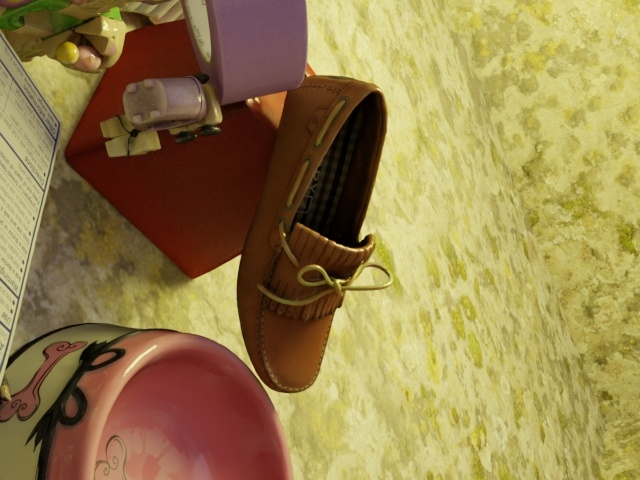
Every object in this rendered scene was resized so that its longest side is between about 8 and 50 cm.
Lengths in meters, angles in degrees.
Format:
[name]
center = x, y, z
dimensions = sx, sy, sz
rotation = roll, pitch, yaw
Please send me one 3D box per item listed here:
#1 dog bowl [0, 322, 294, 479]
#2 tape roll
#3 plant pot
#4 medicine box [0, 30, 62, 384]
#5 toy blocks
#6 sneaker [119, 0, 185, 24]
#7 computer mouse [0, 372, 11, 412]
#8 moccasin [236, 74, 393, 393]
[dog bowl]
center = -0.178, 0.277, 0.859
dimensions = 0.408, 0.150, 0.407
rotation = 34, 48, -50
[tape roll]
center = -0.095, -0.285, 0.829
dimensions = 0.275, 0.090, 0.274
rotation = 165, -90, -79
[plant pot]
center = -0.128, -0.149, 1.070
dimensions = 0.267, 0.236, 0.267
rotation = 49, 37, -37
[medicine box]
center = -0.335, -0.063, 0.583
dimensions = 0.263, 0.149, 0.289
rotation = 72, 14, -54
[toy blocks]
center = -0.298, -0.222, 0.756
dimensions = 0.260, 0.289, 0.308
rotation = -15, 92, -68
[sneaker]
center = -0.235, -0.363, 1.151
dimensions = 0.104, 0.095, 0.236
rotation = 60, 17, 24
[computer mouse]
center = -0.371, 0.116, 0.702
dimensions = 0.193, 0.042, 0.106
rotation = 12, 46, -55
[moccasin]
center = 0.002, 0.001, 0.932
dimensions = 0.139, 0.147, 0.379
rotation = 13, 96, -40
